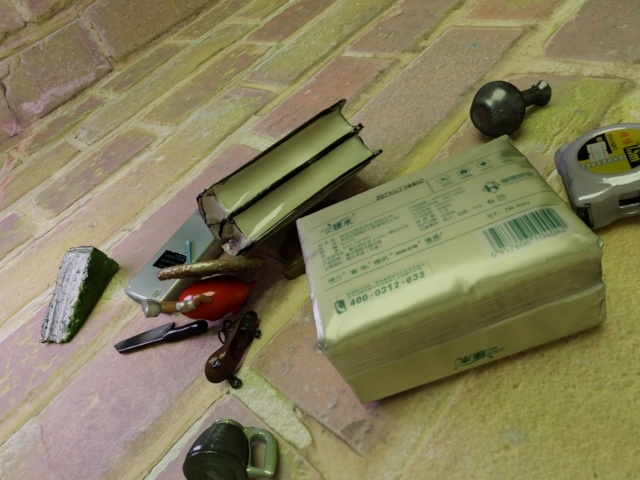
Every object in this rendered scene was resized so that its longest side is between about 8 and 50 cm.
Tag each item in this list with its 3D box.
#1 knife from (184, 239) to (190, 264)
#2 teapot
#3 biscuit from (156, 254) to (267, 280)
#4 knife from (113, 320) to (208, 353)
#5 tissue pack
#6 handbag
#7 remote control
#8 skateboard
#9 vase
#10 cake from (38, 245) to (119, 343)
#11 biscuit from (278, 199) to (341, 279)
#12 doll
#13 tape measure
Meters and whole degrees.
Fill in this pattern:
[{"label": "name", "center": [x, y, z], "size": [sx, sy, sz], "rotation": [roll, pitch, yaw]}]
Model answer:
[{"label": "knife", "center": [-0.295, 0.026, 1.100], "size": [0.014, 0.005, 0.091], "rotation": [-22, 40, 3]}, {"label": "teapot", "center": [-0.132, 0.318, 0.738], "size": [0.092, 0.124, 0.090], "rotation": [-57, 10, 28]}, {"label": "biscuit", "center": [-0.212, 0.054, 0.978], "size": [0.220, 0.220, 0.033], "rotation": [-10, 86, 19]}, {"label": "knife", "center": [-0.330, 0.192, 1.013], "size": [0.231, 0.028, 0.060], "rotation": [-18, 29, 15]}, {"label": "tissue pack", "center": [0.175, 0.036, 0.757], "size": [0.381, 0.207, 0.297], "rotation": [-21, 42, 8]}, {"label": "handbag", "center": [-0.074, -0.123, 1.049], "size": [0.359, 0.160, 0.237], "rotation": [-37, -2, -16]}, {"label": "remote control", "center": [-0.296, 0.015, 1.156], "size": [0.145, 0.050, 0.344], "rotation": [12, 53, 37]}, {"label": "skateboard", "center": [-0.162, 0.191, 0.900], "size": [0.080, 0.067, 0.151], "rotation": [-11, 36, 33]}, {"label": "vase", "center": [0.414, -0.295, 1.066], "size": [0.183, 0.120, 0.120], "rotation": [-25, 38, -18]}, {"label": "cake", "center": [-0.577, 0.139, 1.192], "size": [0.100, 0.099, 0.235], "rotation": [-4, 66, 24]}, {"label": "biscuit", "center": [-0.001, -0.002, 1.027], "size": [0.182, 0.034, 0.215], "rotation": [23, 60, 43]}, {"label": "doll", "center": [-0.229, 0.116, 0.956], "size": [0.218, 0.085, 0.183], "rotation": [-10, -1, -21]}, {"label": "tape measure", "center": [0.496, -0.107, 0.827], "size": [0.179, 0.105, 0.196], "rotation": [-12, 40, 28]}]
